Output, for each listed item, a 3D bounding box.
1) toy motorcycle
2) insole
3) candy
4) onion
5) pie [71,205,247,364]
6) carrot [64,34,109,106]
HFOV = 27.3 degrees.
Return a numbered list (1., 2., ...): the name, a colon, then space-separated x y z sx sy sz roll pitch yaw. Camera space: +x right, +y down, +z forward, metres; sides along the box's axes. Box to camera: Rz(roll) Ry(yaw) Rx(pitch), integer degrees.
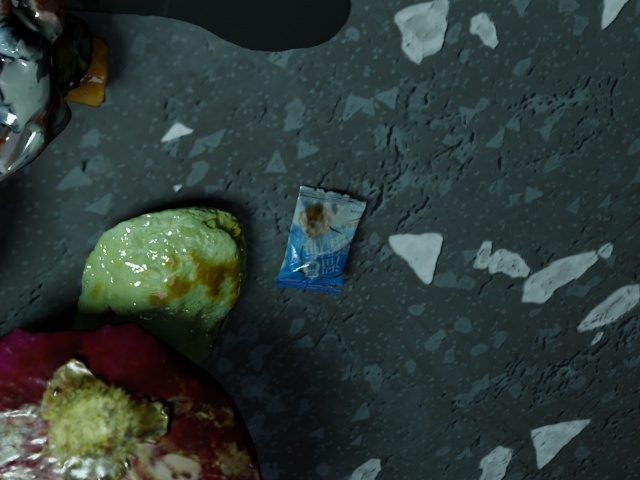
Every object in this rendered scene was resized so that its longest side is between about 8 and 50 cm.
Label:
1. toy motorcycle: -0.324 -0.099 1.090 0.401 0.134 0.207 -53 157 -31
2. insole: -0.121 -0.259 1.353 0.348 0.009 0.119 3 120 -29
3. candy: 0.001 0.000 1.588 0.088 0.038 0.136 9 112 -17
4. onion: -0.272 0.295 1.454 0.398 0.398 0.420 -12 169 -19
5. pie: -0.173 0.064 1.507 0.201 0.090 0.248 -2 128 -28
6. carrot: -0.302 -0.187 1.271 0.205 0.072 0.072 14 116 -32
